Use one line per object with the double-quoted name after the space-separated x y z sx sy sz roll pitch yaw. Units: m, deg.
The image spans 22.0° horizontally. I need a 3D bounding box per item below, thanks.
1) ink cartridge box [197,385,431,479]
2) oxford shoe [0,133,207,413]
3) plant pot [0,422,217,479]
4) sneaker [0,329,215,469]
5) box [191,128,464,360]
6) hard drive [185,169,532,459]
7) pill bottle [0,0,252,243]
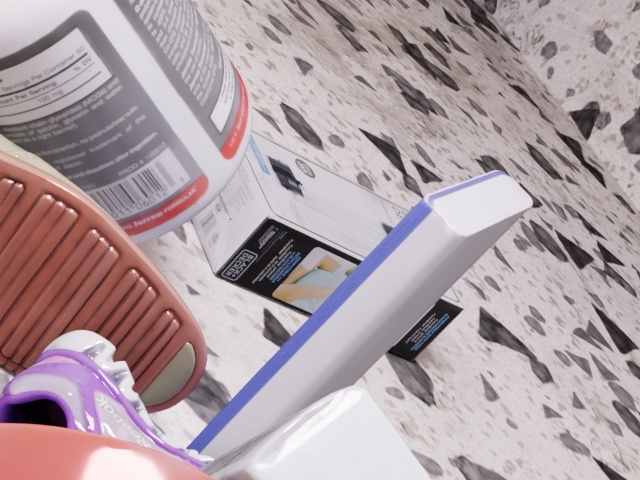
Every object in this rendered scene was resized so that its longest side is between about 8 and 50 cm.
0.034 0.291 0.915 0.091 0.308 0.385 -33 87 -34 "ink cartridge box"
-0.243 -0.025 1.226 0.397 0.140 0.146 41 13 -12 "oxford shoe"
-0.139 0.257 0.706 0.275 0.275 0.243 35 32 -20 "plant pot"
-0.137 0.166 1.116 0.236 0.095 0.104 44 26 17 "sneaker"
0.000 0.000 1.698 0.290 0.087 0.169 27 26 -39 "box"
0.013 0.080 1.221 0.040 0.318 0.210 46 20 9 "hard drive"
-0.216 -0.175 1.301 0.363 0.210 0.210 57 5 -46 "pill bottle"
